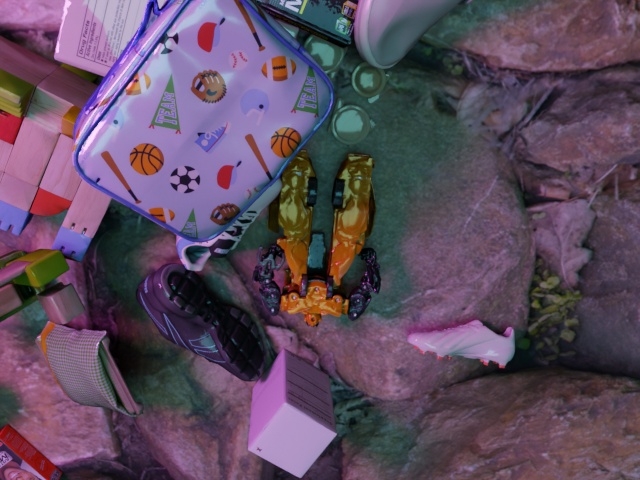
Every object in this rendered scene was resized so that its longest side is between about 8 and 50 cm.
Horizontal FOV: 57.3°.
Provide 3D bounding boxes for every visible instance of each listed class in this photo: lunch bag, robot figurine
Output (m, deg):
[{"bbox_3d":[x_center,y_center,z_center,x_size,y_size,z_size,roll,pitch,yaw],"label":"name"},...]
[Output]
[{"bbox_3d":[-0.146,-0.162,0.721,0.243,0.115,0.303,35,103,-30],"label":"lunch bag"},{"bbox_3d":[0.000,0.000,0.954,0.211,0.085,0.290,5,107,-5],"label":"robot figurine"}]

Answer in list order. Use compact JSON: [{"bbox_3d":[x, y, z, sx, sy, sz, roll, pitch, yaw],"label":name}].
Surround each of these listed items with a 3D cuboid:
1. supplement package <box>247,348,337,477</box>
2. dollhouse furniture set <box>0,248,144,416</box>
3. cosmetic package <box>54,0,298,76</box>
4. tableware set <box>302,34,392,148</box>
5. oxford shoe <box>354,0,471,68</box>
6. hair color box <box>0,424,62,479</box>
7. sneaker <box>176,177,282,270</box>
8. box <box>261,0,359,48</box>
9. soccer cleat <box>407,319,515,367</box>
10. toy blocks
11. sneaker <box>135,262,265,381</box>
[{"bbox_3d":[-0.049,0.286,0.992,0.105,0.179,0.105,34,103,-13],"label":"supplement package"},{"bbox_3d":[-0.437,0.177,0.903,0.198,0.151,0.301,1,117,43],"label":"dollhouse furniture set"},{"bbox_3d":[-0.193,-0.279,0.829,0.296,0.129,0.153,19,107,-10],"label":"cosmetic package"},{"bbox_3d":[0.025,-0.236,0.915,0.169,0.020,0.141,27,103,-11],"label":"tableware set"},{"bbox_3d":[0.214,-0.417,0.786,0.449,0.169,0.130,-49,60,10],"label":"oxford shoe"},{"bbox_3d":[-0.554,0.413,1.071,0.072,0.043,0.141,-37,107,7],"label":"hair color box"},{"bbox_3d":[-0.137,-0.028,0.897,0.237,0.085,0.086,-34,65,36],"label":"sneaker"},{"bbox_3d":[-0.008,-0.402,0.835,0.184,0.045,0.190,22,96,-13],"label":"box"},{"bbox_3d":[0.251,0.174,1.041,0.197,0.068,0.076,10,92,-8],"label":"soccer cleat"},{"bbox_3d":[-0.438,-0.130,0.852,0.382,0.190,0.260,26,117,-19],"label":"toy blocks"},{"bbox_3d":[-0.199,0.146,0.998,0.106,0.101,0.267,-24,116,34],"label":"sneaker"}]
